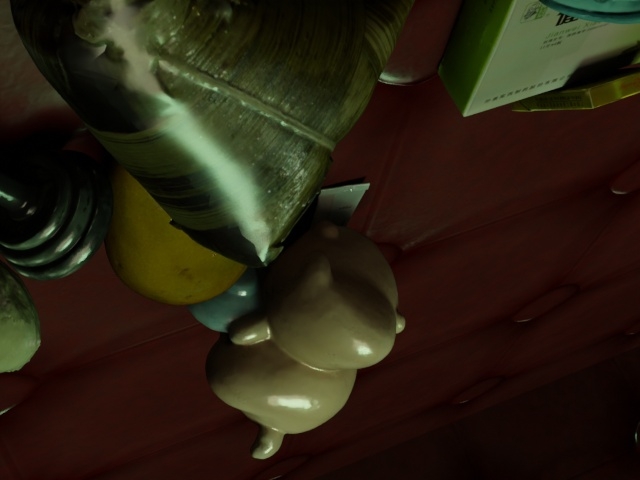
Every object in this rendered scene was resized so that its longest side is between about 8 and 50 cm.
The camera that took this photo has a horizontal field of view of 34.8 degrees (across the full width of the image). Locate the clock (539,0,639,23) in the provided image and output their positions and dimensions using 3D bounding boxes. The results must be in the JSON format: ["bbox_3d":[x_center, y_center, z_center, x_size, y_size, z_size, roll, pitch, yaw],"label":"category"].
[{"bbox_3d":[0.168,-0.233,0.545,0.094,0.274,0.223,-5,148,-40],"label":"clock"}]

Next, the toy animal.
[{"bbox_3d":[-0.015,0.093,1.143,0.221,0.210,0.229,-13,125,17],"label":"toy animal"}]

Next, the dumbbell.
[{"bbox_3d":[-0.252,-0.048,0.747,0.110,0.110,0.254,-31,150,14],"label":"dumbbell"}]

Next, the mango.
[{"bbox_3d":[-0.131,-0.017,0.912,0.139,0.113,0.253,-27,155,-5],"label":"mango"}]

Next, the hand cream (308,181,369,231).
[{"bbox_3d":[0.000,0.001,1.204,0.052,0.038,0.216,-40,163,-36],"label":"hand cream"}]

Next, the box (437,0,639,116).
[{"bbox_3d":[0.251,-0.218,0.942,0.261,0.062,0.175,-18,157,-16],"label":"box"}]

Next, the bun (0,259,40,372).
[{"bbox_3d":[-0.346,0.062,0.833,0.231,0.133,0.231,-11,179,0],"label":"bun"}]

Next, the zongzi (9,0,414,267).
[{"bbox_3d":[-0.045,-0.161,0.719,0.288,0.134,0.286,-50,143,-12],"label":"zongzi"}]

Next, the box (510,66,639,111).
[{"bbox_3d":[0.268,-0.154,1.044,0.089,0.022,0.156,-18,-169,-18],"label":"box"}]
